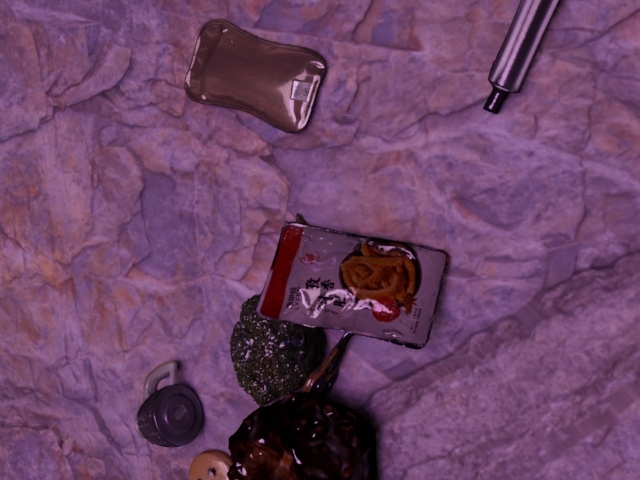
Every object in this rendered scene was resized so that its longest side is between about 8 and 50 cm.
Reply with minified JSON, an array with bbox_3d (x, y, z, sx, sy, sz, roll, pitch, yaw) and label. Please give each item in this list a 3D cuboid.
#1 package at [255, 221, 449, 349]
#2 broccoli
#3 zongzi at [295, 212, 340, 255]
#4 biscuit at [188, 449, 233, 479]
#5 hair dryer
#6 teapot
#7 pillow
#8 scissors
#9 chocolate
[{"bbox_3d":[0.042,0.060,1.048,0.239,0.030,0.154,9,60,17],"label":"package"},{"bbox_3d":[-0.064,0.152,1.096,0.138,0.146,0.162,-20,68,60],"label":"broccoli"},{"bbox_3d":[0.000,0.000,1.116,0.076,0.040,0.083,-2,75,16],"label":"zongzi"},{"bbox_3d":[-0.120,0.424,1.187,0.153,0.030,0.234,-42,78,17],"label":"biscuit"},{"bbox_3d":[0.216,-0.333,0.948,0.320,0.156,0.284,34,94,9],"label":"hair dryer"},{"bbox_3d":[-0.240,0.264,1.210,0.091,0.124,0.092,-23,126,37],"label":"teapot"},{"bbox_3d":[-0.100,-0.243,1.139,0.217,0.033,0.130,21,97,20],"label":"pillow"},{"bbox_3d":[0.042,0.127,1.089,0.017,0.088,0.220,32,93,24],"label":"scissors"},{"bbox_3d":[-0.036,0.337,1.020,0.206,0.177,0.224,0,113,9],"label":"chocolate"}]
